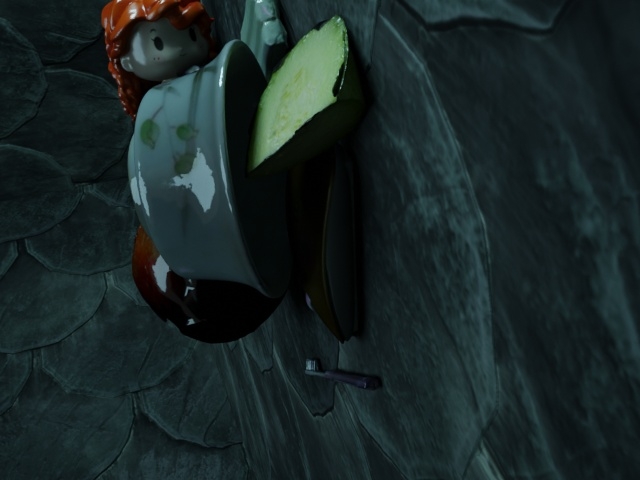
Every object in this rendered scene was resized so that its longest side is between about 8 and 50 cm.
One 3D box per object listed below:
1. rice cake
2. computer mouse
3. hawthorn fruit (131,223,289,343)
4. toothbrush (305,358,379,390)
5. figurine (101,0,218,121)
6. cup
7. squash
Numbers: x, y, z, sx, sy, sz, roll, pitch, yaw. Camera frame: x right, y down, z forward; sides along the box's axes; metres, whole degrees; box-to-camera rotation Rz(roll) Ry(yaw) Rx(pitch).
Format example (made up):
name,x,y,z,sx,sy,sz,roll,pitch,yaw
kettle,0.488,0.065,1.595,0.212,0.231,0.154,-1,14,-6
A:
name,x,y,z,sx,sy,sz,roll,pitch,yaw
rice cake,-0.094,-0.291,1.088,0.237,0.043,0.127,128,126,-68
computer mouse,0.000,0.000,0.966,0.158,0.072,0.310,-125,26,-55
hawthorn fruit,-0.189,0.037,1.241,0.316,0.316,0.315,167,90,-73
toothbrush,0.024,0.211,1.126,0.354,0.024,0.029,157,108,-74
figurine,-0.275,-0.307,1.402,0.411,0.241,0.306,60,167,17
cup,-0.153,-0.085,0.961,0.347,0.163,0.347,-7,-90,-82
squash,0.000,-0.166,0.836,0.192,0.085,0.184,-32,39,42
